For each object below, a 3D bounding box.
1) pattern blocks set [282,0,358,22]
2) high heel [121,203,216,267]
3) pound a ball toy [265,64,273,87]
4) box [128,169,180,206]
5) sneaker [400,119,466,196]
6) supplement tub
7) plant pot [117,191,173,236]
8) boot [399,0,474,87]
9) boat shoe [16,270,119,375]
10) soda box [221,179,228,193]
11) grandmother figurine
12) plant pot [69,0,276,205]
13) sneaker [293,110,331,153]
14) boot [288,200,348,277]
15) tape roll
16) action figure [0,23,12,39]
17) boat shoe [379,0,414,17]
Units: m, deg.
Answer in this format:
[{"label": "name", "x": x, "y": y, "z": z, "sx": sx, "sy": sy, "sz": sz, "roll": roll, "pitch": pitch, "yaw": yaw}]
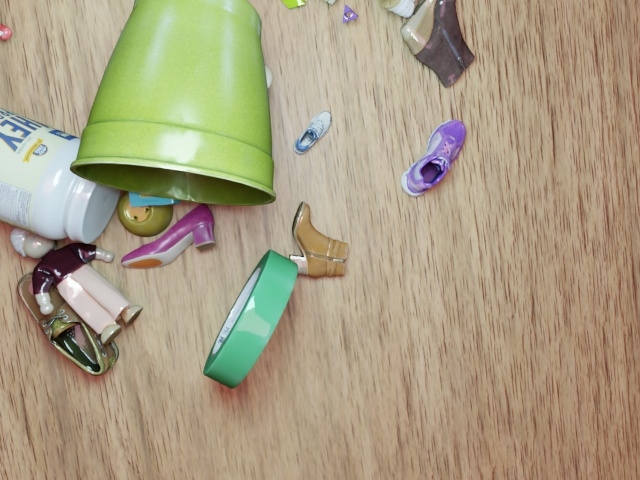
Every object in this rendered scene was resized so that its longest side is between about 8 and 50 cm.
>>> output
[{"label": "pattern blocks set", "x": 0.005, "y": -0.690, "z": 1.205, "sx": 0.285, "sy": 0.026, "sz": 0.325, "roll": -31, "pitch": 110, "yaw": 25}, {"label": "high heel", "x": -0.384, "y": -0.011, "z": 1.241, "sx": 0.244, "sy": 0.082, "sz": 0.117, "roll": -18, "pitch": 68, "yaw": 5}, {"label": "pound a ball toy", "x": -0.283, "y": -0.382, "z": 1.176, "sx": 0.319, "sy": 0.136, "sz": 0.208, "roll": 23, "pitch": 125, "yaw": -9}, {"label": "box", "x": -0.383, "y": -0.200, "z": 1.121, "sx": 0.100, "sy": 0.060, "sz": 0.244, "roll": -5, "pitch": 94, "yaw": 0}, {"label": "sneaker", "x": 0.315, "y": -0.219, "z": 1.312, "sx": 0.095, "sy": 0.104, "sz": 0.236, "roll": 37, "pitch": 86, "yaw": -8}, {"label": "supplement tub", "x": -0.635, "y": -0.141, "z": 1.094, "sx": 0.325, "sy": 0.235, "sz": 0.235, "roll": 21, "pitch": 90, "yaw": -7}, {"label": "plant pot", "x": -0.434, "y": -0.073, "z": 1.207, "sx": 0.134, "sy": 0.095, "sz": 0.134, "roll": 0, "pitch": 93, "yaw": -9}, {"label": "boot", "x": 0.342, "y": -0.564, "z": 1.321, "sx": 0.207, "sy": 0.090, "sz": 0.248, "roll": 40, "pitch": 85, "yaw": -22}, {"label": "boat shoe", "x": -0.607, "y": 0.195, "z": 1.191, "sx": 0.111, "sy": 0.104, "sz": 0.307, "roll": -43, "pitch": 98, "yaw": -4}, {"label": "soda box", "x": -0.204, "y": -0.138, "z": 1.195, "sx": 0.058, "sy": 0.181, "sz": 0.061, "roll": 1, "pitch": 93, "yaw": -9}, {"label": "grandmother figurine", "x": -0.581, "y": 0.081, "z": 1.172, "sx": 0.342, "sy": 0.208, "sz": 0.104, "roll": 42, "pitch": 131, "yaw": -1}, {"label": "plant pot", "x": -0.247, "y": -0.271, "z": 0.942, "sx": 0.366, "sy": 0.366, "sz": 0.353, "roll": 7, "pitch": 85, "yaw": -9}, {"label": "sneaker", "x": -0.015, "y": -0.279, "z": 1.279, "sx": 0.052, "sy": 0.058, "sz": 0.135, "roll": 38, "pitch": 87, "yaw": -9}, {"label": "boot", "x": 0.000, "y": 0.000, "z": 1.294, "sx": 0.152, "sy": 0.073, "sz": 0.197, "roll": 6, "pitch": 105, "yaw": -8}, {"label": "tape roll", "x": -0.162, "y": 0.177, "z": 1.150, "sx": 0.077, "sy": 0.321, "sz": 0.321, "roll": 30, "pitch": 88, "yaw": -9}, {"label": "action figure", "x": -0.853, "y": -0.495, "z": 1.120, "sx": 0.280, "sy": 0.091, "sz": 0.139, "roll": 20, "pitch": 84, "yaw": -9}, {"label": "boat shoe", "x": 0.214, "y": -0.705, "z": 1.280, "sx": 0.096, "sy": 0.098, "sz": 0.277, "roll": 16, "pitch": 79, "yaw": -43}]
